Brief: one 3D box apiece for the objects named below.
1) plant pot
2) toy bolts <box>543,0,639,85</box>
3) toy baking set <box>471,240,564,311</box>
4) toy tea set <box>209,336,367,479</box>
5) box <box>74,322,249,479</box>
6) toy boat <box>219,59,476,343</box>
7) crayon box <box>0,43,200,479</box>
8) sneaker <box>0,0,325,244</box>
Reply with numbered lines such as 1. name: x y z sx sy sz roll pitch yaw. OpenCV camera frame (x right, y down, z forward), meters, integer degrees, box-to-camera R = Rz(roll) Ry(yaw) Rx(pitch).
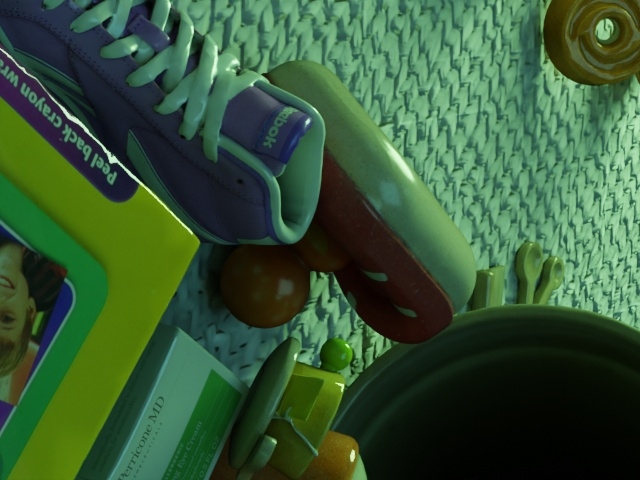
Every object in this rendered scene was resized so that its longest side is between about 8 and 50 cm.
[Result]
1. plant pot: 0.168 0.247 1.283 0.280 0.323 0.323 65 45 -62
2. toy bolts: 0.291 -0.234 1.503 0.218 0.158 0.228 8 104 -16
3. toy baking set: 0.179 0.120 1.474 0.197 0.030 0.256 -41 130 -43
4. toy tea set: -0.042 0.230 1.027 0.336 0.124 0.200 -66 -175 -19
5. box: -0.116 0.101 0.979 0.087 0.102 0.101 46 62 -48
6. toy boat: 0.000 0.000 1.113 0.151 0.151 0.231 -39 146 3
7. crayon box: -0.254 0.025 0.718 0.363 0.106 0.313 46 61 -38
8. sneaker: -0.084 -0.102 0.926 0.102 0.161 0.282 -59 139 -25
